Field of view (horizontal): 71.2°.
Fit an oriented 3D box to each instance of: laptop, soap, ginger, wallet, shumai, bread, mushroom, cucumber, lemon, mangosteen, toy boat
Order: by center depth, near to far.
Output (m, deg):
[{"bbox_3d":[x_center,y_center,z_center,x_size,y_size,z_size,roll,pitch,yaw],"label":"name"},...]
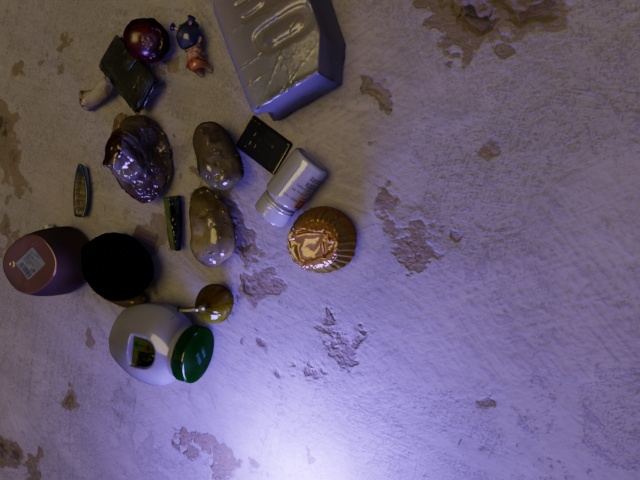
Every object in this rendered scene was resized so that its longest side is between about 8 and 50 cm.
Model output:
[{"bbox_3d":[-0.121,-0.660,1.445,0.349,0.213,0.436,-19,88,20],"label":"soap"},{"bbox_3d":[0.003,-0.001,1.486,0.239,0.139,0.240,2,95,18],"label":"bread"},{"bbox_3d":[-0.205,-0.344,1.605,0.197,0.016,0.135,37,105,14],"label":"laptop"},{"bbox_3d":[-0.722,-0.311,1.665,0.216,0.283,0.347,-3,93,20],"label":"shumai"},{"bbox_3d":[-0.655,-0.756,1.677,0.166,0.166,0.180,-53,49,17],"label":"mangosteen"},{"bbox_3d":[-0.565,-0.068,1.748,0.078,0.062,0.212,7,105,54],"label":"cucumber"},{"bbox_3d":[-0.795,0.097,1.749,0.320,0.245,0.245,47,109,21],"label":"lemon"},{"bbox_3d":[-0.758,-0.655,1.752,0.317,0.044,0.169,49,112,22],"label":"wallet"},{"bbox_3d":[-0.902,-0.599,1.808,0.209,0.071,0.085,-17,81,34],"label":"mushroom"},{"bbox_3d":[-0.818,-0.431,1.821,0.069,0.051,0.174,10,103,26],"label":"ginger"},{"bbox_3d":[-1.020,-0.213,1.915,0.080,0.046,0.229,7,97,21],"label":"toy boat"}]

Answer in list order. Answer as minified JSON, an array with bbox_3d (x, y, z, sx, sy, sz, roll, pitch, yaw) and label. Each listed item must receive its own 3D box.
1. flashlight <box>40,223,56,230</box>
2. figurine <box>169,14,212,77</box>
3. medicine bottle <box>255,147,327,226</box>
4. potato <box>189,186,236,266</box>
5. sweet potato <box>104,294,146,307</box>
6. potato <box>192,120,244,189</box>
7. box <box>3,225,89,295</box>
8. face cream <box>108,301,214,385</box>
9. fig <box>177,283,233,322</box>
[{"bbox_3d":[-1.190,0.025,2.001,0.093,0.047,0.201,-22,89,17],"label":"flashlight"},{"bbox_3d":[-0.463,-0.710,1.628,0.111,0.102,0.195,-20,86,18],"label":"figurine"},{"bbox_3d":[-0.103,-0.176,1.511,0.144,0.144,0.252,45,105,12],"label":"medicine bottle"},{"bbox_3d":[-0.401,-0.053,1.640,0.191,0.141,0.297,-13,90,38],"label":"potato"},{"bbox_3d":[-0.839,0.237,1.872,0.273,0.075,0.076,9,98,25],"label":"sweet potato"},{"bbox_3d":[-0.364,-0.301,1.593,0.164,0.165,0.263,-24,73,21],"label":"potato"},{"bbox_3d":[-1.137,0.091,1.865,0.300,0.216,0.302,1,93,10],"label":"box"},{"bbox_3d":[-0.612,0.399,1.713,0.356,0.219,0.313,9,96,17],"label":"face cream"},{"bbox_3d":[-0.402,0.228,1.639,0.147,0.186,0.142,27,87,9],"label":"fig"}]
